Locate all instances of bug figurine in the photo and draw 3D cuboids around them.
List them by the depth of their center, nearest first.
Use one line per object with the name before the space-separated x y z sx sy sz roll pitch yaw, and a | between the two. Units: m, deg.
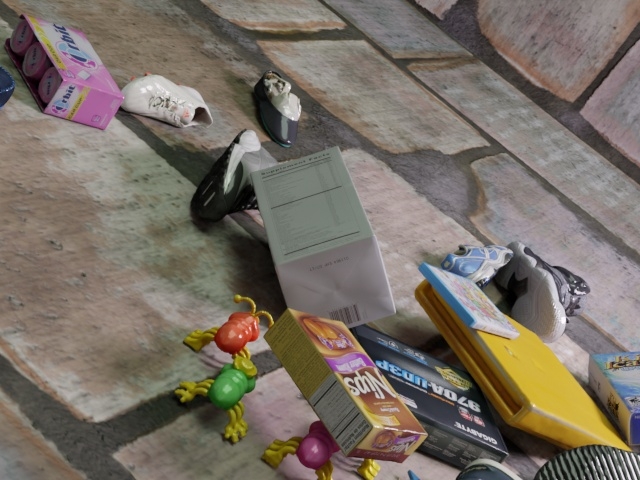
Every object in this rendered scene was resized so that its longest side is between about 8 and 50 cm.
bug figurine | -0.037 0.181 1.511 0.279 0.072 0.216 36 22 2

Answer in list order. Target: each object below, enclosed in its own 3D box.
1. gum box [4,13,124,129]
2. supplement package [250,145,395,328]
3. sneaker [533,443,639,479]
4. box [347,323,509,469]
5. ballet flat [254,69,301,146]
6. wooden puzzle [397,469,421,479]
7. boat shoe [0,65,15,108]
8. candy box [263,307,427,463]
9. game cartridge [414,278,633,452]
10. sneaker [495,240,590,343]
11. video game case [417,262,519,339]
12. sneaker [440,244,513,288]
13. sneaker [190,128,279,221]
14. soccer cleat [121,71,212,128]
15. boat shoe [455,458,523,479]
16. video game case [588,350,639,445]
gum box | -0.375 -0.250 1.914 0.107 0.062 0.188 14 30 -44
supplement package | 0.000 0.000 1.786 0.244 0.139 0.134 -108 -179 -56
sneaker | 0.422 0.350 1.809 0.330 0.146 0.122 0 63 -22
box | 0.127 0.205 1.728 0.220 0.051 0.175 27 22 -23
ballet flat | -0.073 -0.244 2.337 0.074 0.074 0.203 24 25 -27
wooden puzzle | 0.112 0.316 1.535 0.078 0.014 0.116 41 22 2
boat shoe | -0.470 -0.209 1.655 0.109 0.089 0.258 41 22 15
candy box | 0.027 0.163 1.477 0.109 0.053 0.186 18 29 -51
game cartridge | 0.303 0.201 1.942 0.324 0.052 0.285 31 18 -45
sneaker | 0.404 0.103 2.275 0.153 0.101 0.268 24 22 -21
video game case | 0.215 0.088 1.893 0.119 0.015 0.166 51 17 28
sneaker | 0.269 0.035 2.250 0.081 0.080 0.211 42 21 9
sneaker | -0.110 -0.085 1.922 0.108 0.100 0.271 39 21 -4
soccer cleat | -0.236 -0.213 2.043 0.076 0.068 0.196 47 22 20
boat shoe | 0.271 0.354 1.575 0.254 0.095 0.079 38 20 9
video game case | 0.584 0.236 2.077 0.269 0.061 0.244 -4 15 -2
